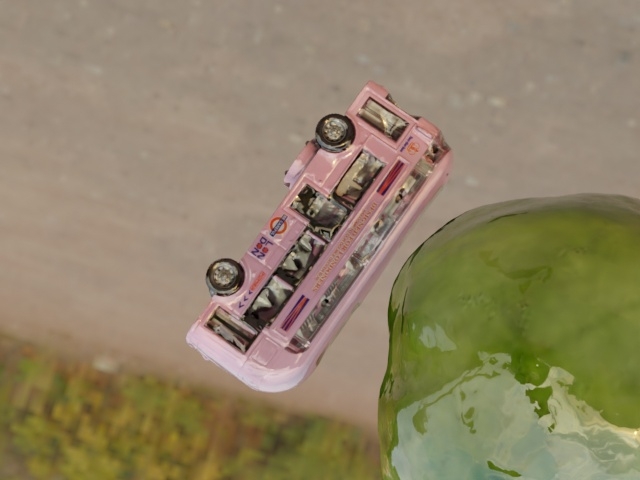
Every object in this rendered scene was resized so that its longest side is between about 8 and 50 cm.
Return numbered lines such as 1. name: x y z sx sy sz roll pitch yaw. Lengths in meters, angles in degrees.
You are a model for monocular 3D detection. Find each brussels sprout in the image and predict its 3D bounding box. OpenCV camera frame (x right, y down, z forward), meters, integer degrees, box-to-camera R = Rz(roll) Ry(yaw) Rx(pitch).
1. brussels sprout: 0.134 0.096 0.928 0.219 0.210 0.271 4 157 -3

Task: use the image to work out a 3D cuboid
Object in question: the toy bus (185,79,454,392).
1. toy bus: 0.000 0.000 1.208 0.090 0.203 0.063 34 172 5
